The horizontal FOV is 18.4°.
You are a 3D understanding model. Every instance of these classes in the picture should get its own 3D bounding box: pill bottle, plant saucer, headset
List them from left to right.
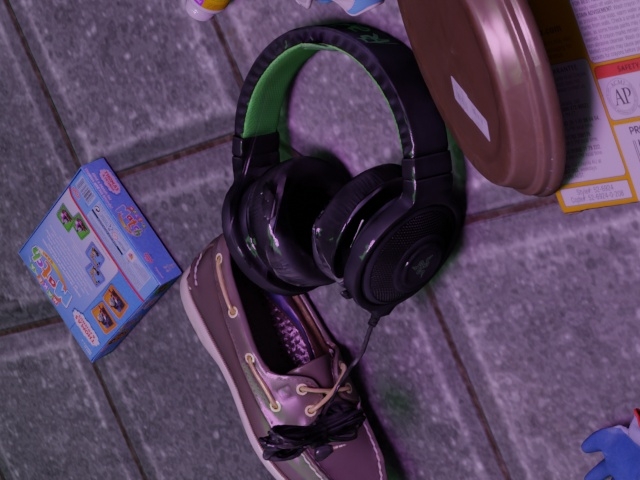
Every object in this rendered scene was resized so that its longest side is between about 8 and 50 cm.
[{"bbox_3d":[-0.101,-0.247,1.899,0.043,0.043,0.083,52,141,11],"label":"pill bottle"},{"bbox_3d":[0.000,0.000,1.824,0.243,0.185,0.394,9,107,45],"label":"headset"},{"bbox_3d":[0.121,-0.159,1.606,0.278,0.041,0.278,157,90,-81],"label":"plant saucer"}]

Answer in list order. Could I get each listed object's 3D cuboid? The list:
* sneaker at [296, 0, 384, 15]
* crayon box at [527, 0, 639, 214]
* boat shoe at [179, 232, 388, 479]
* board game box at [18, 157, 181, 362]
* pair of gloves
[{"bbox_3d":[-0.019,-0.256,1.743,0.228,0.087,0.092,30,137,58],"label":"sneaker"},{"bbox_3d":[0.233,-0.192,1.532,0.203,0.083,0.323,-8,107,50],"label":"crayon box"},{"bbox_3d":[-0.027,0.136,1.996,0.324,0.116,0.097,59,145,13],"label":"boat shoe"},{"bbox_3d":[-0.253,0.025,2.236,0.160,0.039,0.211,55,141,8],"label":"board game box"},{"bbox_3d":[0.304,0.240,1.736,0.198,0.023,0.159,52,156,17],"label":"pair of gloves"}]
